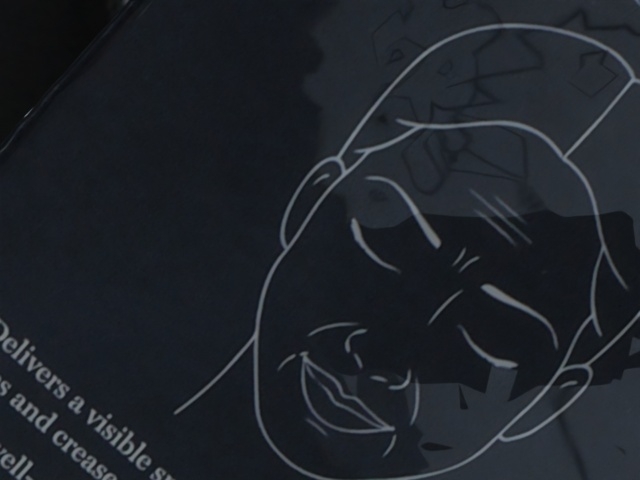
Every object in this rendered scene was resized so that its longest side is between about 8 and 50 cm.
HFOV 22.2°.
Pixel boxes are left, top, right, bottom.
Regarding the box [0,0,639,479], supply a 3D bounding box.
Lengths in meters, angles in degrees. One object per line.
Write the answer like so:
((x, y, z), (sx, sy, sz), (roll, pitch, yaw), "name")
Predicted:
((0.014, 0.034, 0.658), (0.395, 0.293, 0.212), (-47, 5, 3), "box")
